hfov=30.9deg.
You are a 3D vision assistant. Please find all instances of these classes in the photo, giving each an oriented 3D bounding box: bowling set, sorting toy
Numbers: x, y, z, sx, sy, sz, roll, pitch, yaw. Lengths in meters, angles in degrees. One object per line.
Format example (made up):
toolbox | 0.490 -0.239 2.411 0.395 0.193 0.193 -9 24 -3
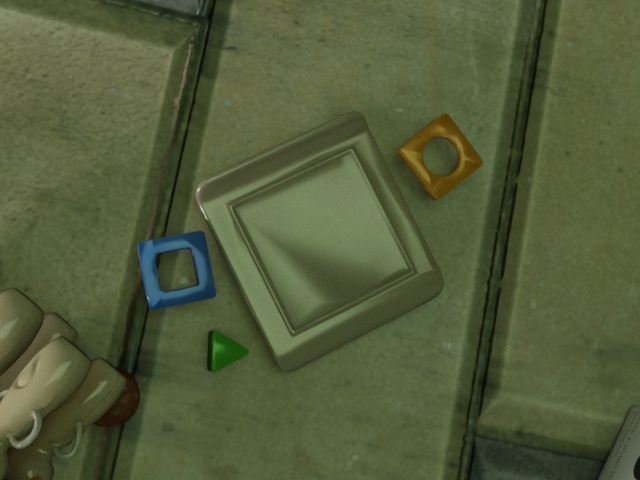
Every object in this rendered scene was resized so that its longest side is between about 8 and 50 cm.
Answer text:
bowling set | -0.247 0.142 0.959 0.154 0.287 0.200 -50 127 -8
sorting toy | 0.000 0.000 1.095 0.347 0.047 0.196 -26 92 -14

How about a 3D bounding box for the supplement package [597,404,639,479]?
supplement package | 0.347 0.265 1.046 0.149 0.203 0.194 30 76 -6
